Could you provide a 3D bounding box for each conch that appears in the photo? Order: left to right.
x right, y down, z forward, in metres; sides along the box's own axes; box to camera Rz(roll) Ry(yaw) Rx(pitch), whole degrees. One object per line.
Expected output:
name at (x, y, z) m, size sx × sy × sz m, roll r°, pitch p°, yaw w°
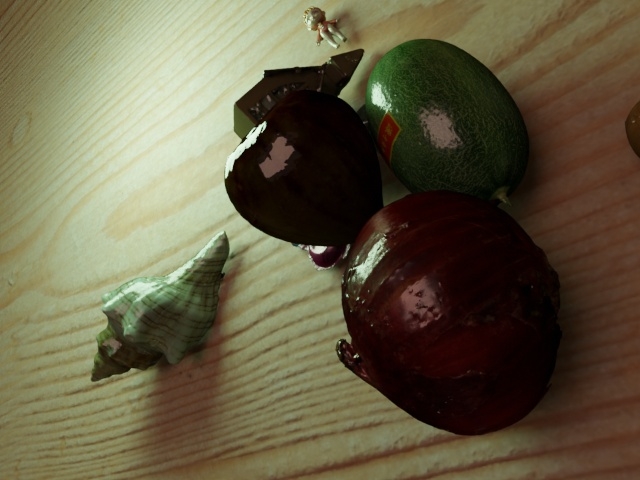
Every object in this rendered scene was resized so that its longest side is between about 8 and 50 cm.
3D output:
conch at (-0.310, 0.142, 1.165) m, size 0.203 × 0.169 × 0.386 m, roll 49°, pitch 114°, yaw 13°

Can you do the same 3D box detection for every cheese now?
cheese at (0.000, 0.000, 1.012) m, size 0.145 × 0.038 × 0.095 m, roll 17°, pitch 87°, yaw 50°

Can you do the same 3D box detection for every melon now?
melon at (0.164, -0.144, 0.811) m, size 0.182 × 0.182 × 0.288 m, roll -45°, pitch 50°, yaw 22°

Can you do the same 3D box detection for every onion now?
onion at (0.140, 0.084, 0.698) m, size 0.276 × 0.276 × 0.276 m, roll -15°, pitch 67°, yaw 38°

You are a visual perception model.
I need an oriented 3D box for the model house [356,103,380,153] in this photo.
model house at (0.099, -0.189, 0.978) m, size 0.083 × 0.066 × 0.079 m, roll -43°, pitch 39°, yaw 1°

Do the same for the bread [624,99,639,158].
bread at (0.418, -0.113, 0.647) m, size 0.189 × 0.077 × 0.114 m, roll 17°, pitch 69°, yaw 45°

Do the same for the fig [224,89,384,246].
fig at (0.024, -0.046, 0.864) m, size 0.217 × 0.321 × 0.217 m, roll -39°, pitch 17°, yaw 15°

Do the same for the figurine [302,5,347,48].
figurine at (0.009, -0.380, 1.122) m, size 0.064 × 0.047 × 0.109 m, roll -46°, pitch 60°, yaw 12°

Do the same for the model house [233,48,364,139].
model house at (-0.002, -0.226, 1.036) m, size 0.248 × 0.181 × 0.176 m, roll -43°, pitch 90°, yaw -9°
